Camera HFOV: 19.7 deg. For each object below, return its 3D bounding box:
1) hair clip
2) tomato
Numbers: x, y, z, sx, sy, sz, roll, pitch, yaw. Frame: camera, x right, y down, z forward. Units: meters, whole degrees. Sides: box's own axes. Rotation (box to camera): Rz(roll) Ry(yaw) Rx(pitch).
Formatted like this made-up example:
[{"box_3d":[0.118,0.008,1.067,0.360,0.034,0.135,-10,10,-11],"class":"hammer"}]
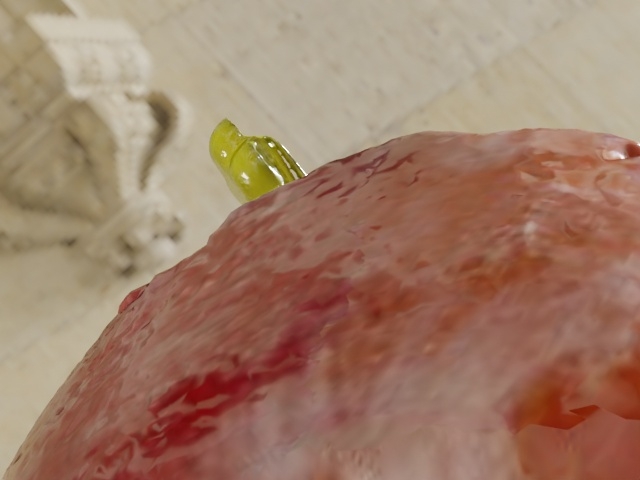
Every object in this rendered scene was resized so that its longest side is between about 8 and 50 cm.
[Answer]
[{"box_3d":[0.000,0.000,1.028,0.046,0.173,0.072,-45,4,-8],"class":"hair clip"},{"box_3d":[0.017,0.116,0.505,0.309,0.309,0.170,-47,-5,13],"class":"tomato"}]
